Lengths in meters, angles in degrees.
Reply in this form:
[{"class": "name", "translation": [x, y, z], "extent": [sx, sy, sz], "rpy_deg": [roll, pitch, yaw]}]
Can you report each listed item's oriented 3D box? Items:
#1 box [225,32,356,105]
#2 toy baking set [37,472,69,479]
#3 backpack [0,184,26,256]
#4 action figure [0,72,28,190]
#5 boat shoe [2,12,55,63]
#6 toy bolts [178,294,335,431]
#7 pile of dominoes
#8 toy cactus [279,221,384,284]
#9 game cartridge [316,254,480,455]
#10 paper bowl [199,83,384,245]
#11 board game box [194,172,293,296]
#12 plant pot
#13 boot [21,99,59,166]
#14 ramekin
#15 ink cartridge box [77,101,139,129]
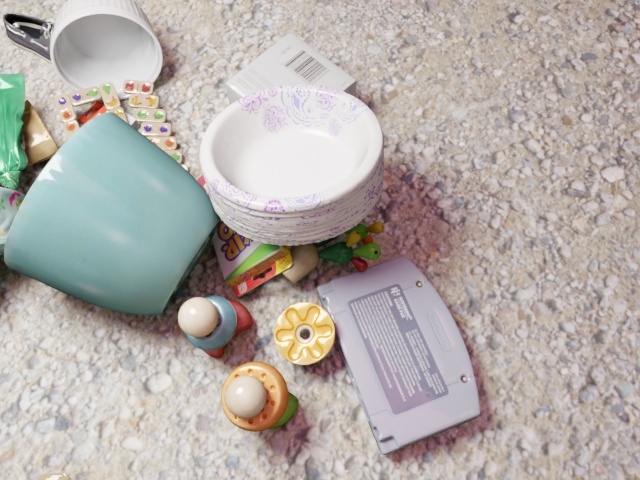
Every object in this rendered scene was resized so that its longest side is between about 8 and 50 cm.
[{"class": "box", "translation": [-0.056, -0.274, 1.161], "extent": [0.181, 0.119, 0.182], "rpy_deg": [40, 71, 17]}, {"class": "toy baking set", "translation": [-0.490, 0.442, 0.870], "extent": [0.196, 0.030, 0.256], "rpy_deg": [24, 67, 7]}, {"class": "backpack", "translation": [-0.616, -0.010, 0.979], "extent": [0.253, 0.225, 0.191], "rpy_deg": [-12, 87, -11]}, {"class": "action figure", "translation": [-0.585, -0.190, 1.076], "extent": [0.137, 0.063, 0.232], "rpy_deg": [-16, 73, -14]}, {"class": "boat shoe", "translation": [-0.582, -0.430, 1.262], "extent": [0.206, 0.065, 0.075], "rpy_deg": [20, 66, 9]}, {"class": "toy bolts", "translation": [-0.108, 0.152, 0.917], "extent": [0.228, 0.158, 0.218], "rpy_deg": [38, 84, 18]}, {"class": "pile of dominoes", "translation": [-0.383, -0.202, 1.140], "extent": [0.196, 0.040, 0.251], "rpy_deg": [-21, 79, -12]}, {"class": "toy cactus", "translation": [0.000, 0.000, 1.041], "extent": [0.219, 0.112, 0.180], "rpy_deg": [37, 78, 23]}, {"class": "game cartridge", "translation": [0.134, 0.177, 0.985], "extent": [0.196, 0.060, 0.294], "rpy_deg": [-20, 66, -6]}, {"class": "paper bowl", "translation": [-0.040, -0.109, 0.953], "extent": [0.284, 0.148, 0.284], "rpy_deg": [-2, 50, 3]}, {"class": "board game box", "translation": [-0.142, -0.038, 1.059], "extent": [0.124, 0.039, 0.259], "rpy_deg": [-31, 63, 15]}, {"class": "plant pot", "translation": [-0.306, -0.019, 0.957], "extent": [0.235, 0.293, 0.293], "rpy_deg": [31, 67, -7]}, {"class": "boot", "translation": [-0.678, -0.196, 1.143], "extent": [0.269, 0.089, 0.236], "rpy_deg": [-33, 82, -14]}, {"class": "ramekin", "translation": [-0.423, -0.390, 1.174], "extent": [0.207, 0.207, 0.109], "rpy_deg": [-15, 57, -7]}, {"class": "ink cartridge box", "translation": [-0.430, -0.242, 1.192], "extent": [0.115, 0.029, 0.063], "rpy_deg": [32, 69, 13]}]
